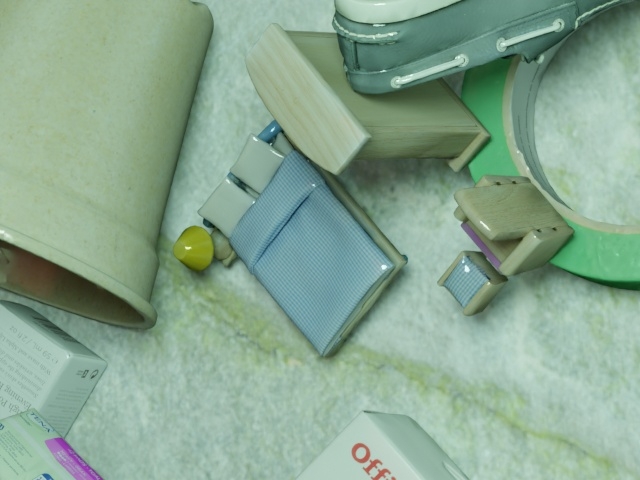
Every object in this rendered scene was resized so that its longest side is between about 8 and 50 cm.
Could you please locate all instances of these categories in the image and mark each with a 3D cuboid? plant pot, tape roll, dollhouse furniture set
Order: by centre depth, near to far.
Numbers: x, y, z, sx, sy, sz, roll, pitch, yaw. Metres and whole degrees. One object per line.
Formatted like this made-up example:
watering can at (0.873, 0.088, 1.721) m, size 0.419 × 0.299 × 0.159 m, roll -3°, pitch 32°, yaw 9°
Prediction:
dollhouse furniture set at (0.000, 0.000, 1.588) m, size 0.286 × 0.198 × 0.303 m, roll 52°, pitch 121°, yaw 22°
tape roll at (0.287, -0.117, 1.593) m, size 0.321 × 0.077 × 0.321 m, roll -4°, pitch 80°, yaw 21°
plant pot at (-0.258, -0.118, 1.713) m, size 0.333 × 0.334 × 0.306 m, roll 15°, pitch 77°, yaw 24°

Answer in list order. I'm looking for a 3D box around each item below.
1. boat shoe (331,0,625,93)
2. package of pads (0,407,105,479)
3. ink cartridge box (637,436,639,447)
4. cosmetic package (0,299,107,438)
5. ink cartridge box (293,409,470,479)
boat shoe at (0.155, -0.198, 1.510) m, size 0.116 × 0.319 × 0.099 m, roll 43°, pitch 141°, yaw 50°
package of pads at (-0.265, 0.343, 1.683) m, size 0.229 × 0.101 × 0.297 m, roll 41°, pitch 125°, yaw 25°
ink cartridge box at (0.375, 0.171, 1.518) m, size 0.181 × 0.061 × 0.104 m, roll 26°, pitch 92°, yaw 23°
cosmetic package at (-0.328, 0.187, 1.798) m, size 0.117 × 0.085 × 0.231 m, roll 32°, pitch 93°, yaw 24°
ink cartridge box at (0.026, 0.319, 1.610) m, size 0.283 × 0.117 × 0.207 m, roll -47°, pitch 68°, yaw 10°
